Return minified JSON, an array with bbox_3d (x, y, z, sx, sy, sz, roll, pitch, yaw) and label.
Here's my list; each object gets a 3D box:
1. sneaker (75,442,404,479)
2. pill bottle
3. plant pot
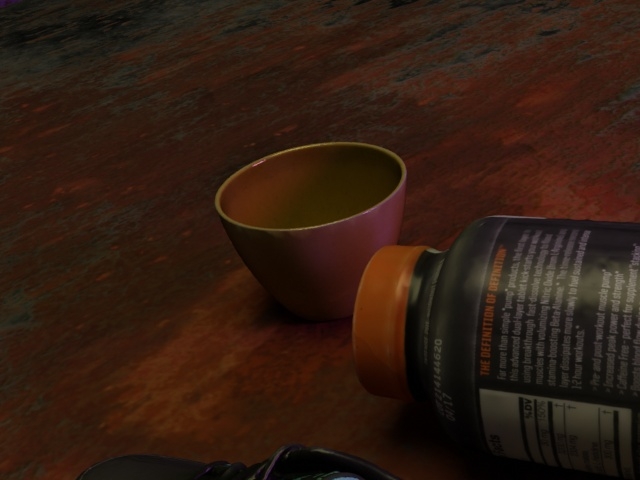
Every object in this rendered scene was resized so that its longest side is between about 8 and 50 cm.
[{"bbox_3d":[-0.017,0.131,0.407,0.267,0.106,0.101,7,34,32],"label":"sneaker"},{"bbox_3d":[0.142,0.053,0.463,0.246,0.130,0.130,5,32,25],"label":"pill bottle"},{"bbox_3d":[0.000,0.000,0.645,0.134,0.095,0.134,-8,29,5],"label":"plant pot"}]
